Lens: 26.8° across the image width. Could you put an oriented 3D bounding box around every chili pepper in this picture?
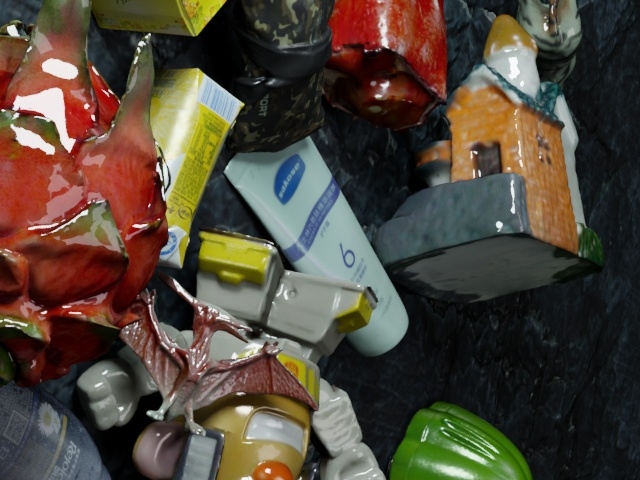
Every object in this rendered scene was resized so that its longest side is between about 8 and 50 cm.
[{"bbox_3d":[0.066,-0.245,1.295,0.144,0.136,0.253,14,71,-16],"label":"chili pepper"}]

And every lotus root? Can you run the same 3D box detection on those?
[{"bbox_3d":[0.188,0.296,1.589,0.186,0.186,0.186,-26,121,-54],"label":"lotus root"}]

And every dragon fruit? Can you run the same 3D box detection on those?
[{"bbox_3d":[-0.188,-0.037,0.838,0.193,0.192,0.274,59,37,-77],"label":"dragon fruit"}]

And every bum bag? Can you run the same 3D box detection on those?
[{"bbox_3d":[-0.032,-0.160,1.127,0.102,0.069,0.248,-48,154,-36],"label":"bum bag"}]

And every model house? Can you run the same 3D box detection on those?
[{"bbox_3d":[0.181,-0.098,1.491,0.271,0.190,0.301,18,66,-55],"label":"model house"}]

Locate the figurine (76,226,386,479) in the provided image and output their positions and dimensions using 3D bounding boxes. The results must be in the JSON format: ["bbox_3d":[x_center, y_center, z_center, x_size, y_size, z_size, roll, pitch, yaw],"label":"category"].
[{"bbox_3d":[-0.064,0.150,1.138,0.308,0.143,0.308,2,84,-17],"label":"figurine"}]

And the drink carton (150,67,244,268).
[{"bbox_3d":[-0.131,-0.032,1.035,0.074,0.084,0.200,35,70,-47],"label":"drink carton"}]

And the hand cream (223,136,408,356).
[{"bbox_3d":[0.000,0.000,1.312,0.109,0.067,0.321,-60,137,-28],"label":"hand cream"}]

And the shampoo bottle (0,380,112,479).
[{"bbox_3d":[-0.225,0.140,0.960,0.234,0.049,0.087,52,54,-52],"label":"shampoo bottle"}]

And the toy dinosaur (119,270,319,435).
[{"bbox_3d":[-0.100,0.092,1.041,0.220,0.032,0.108,25,79,-14],"label":"toy dinosaur"}]

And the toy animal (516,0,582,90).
[{"bbox_3d":[0.267,-0.246,1.602,0.255,0.089,0.170,75,10,-56],"label":"toy animal"}]

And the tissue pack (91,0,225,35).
[{"bbox_3d":[-0.096,-0.234,1.015,0.176,0.095,0.062,-56,142,-33],"label":"tissue pack"}]
